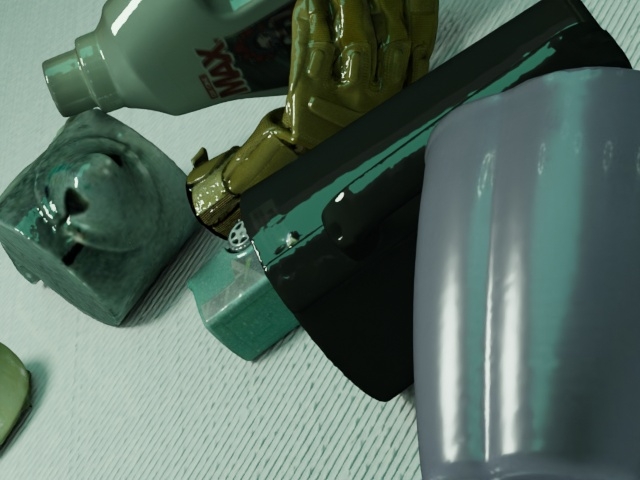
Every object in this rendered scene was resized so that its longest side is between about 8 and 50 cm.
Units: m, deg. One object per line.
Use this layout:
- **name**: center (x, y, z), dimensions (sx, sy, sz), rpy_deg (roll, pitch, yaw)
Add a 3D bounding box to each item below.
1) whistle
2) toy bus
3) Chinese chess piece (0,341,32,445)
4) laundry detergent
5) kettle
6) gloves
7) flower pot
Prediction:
- **whistle**: center (-0.282, -0.031, 1.784), dimensions (0.168, 0.188, 0.404), rpy_deg (-52, 27, -16)
- **toy bus**: center (0.000, 0.000, 1.460), dimensions (0.261, 0.091, 0.109), rpy_deg (-38, 37, 14)
- **Chinese chess piece**: center (-0.407, 0.194, 1.756), dimensions (0.188, 0.083, 0.188), rpy_deg (-36, 27, 22)
- **laundry detergent**: center (-0.099, -0.240, 1.635), dimensions (0.397, 0.264, 0.125), rpy_deg (-20, 49, -1)
- **kettle**: center (0.101, -0.054, 1.204), dimensions (0.308, 0.262, 0.203), rpy_deg (-35, 47, 12)
- **gloves**: center (0.003, -0.133, 1.574), dimensions (0.331, 0.154, 0.141), rpy_deg (-46, 46, 18)
- **flower pot**: center (0.169, 0.069, 0.962), dimensions (0.265, 0.265, 0.243), rpy_deg (-15, 51, 45)
